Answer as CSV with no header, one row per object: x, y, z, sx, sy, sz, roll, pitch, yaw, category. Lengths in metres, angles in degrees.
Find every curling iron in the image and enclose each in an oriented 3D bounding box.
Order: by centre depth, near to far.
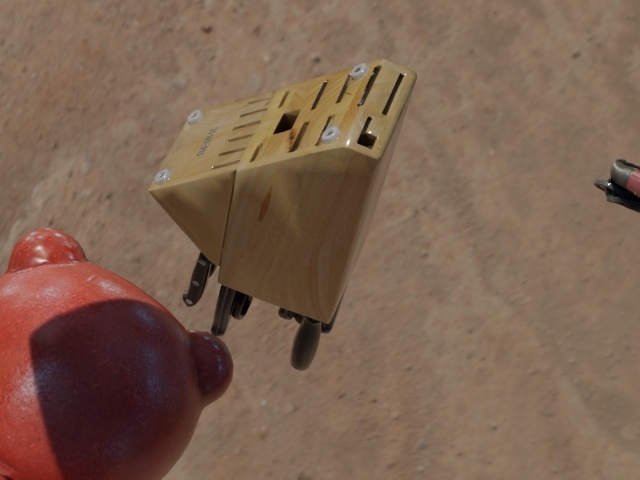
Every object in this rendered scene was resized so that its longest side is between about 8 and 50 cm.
0.312,0.004,0.913,0.068,0.274,0.035,4,110,-56,curling iron

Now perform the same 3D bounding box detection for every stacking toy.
-0.197,0.013,0.523,0.309,0.279,0.130,37,81,-16,stacking toy

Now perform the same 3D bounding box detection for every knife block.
0.000,0.000,1.023,0.242,0.276,0.088,49,47,-32,knife block
